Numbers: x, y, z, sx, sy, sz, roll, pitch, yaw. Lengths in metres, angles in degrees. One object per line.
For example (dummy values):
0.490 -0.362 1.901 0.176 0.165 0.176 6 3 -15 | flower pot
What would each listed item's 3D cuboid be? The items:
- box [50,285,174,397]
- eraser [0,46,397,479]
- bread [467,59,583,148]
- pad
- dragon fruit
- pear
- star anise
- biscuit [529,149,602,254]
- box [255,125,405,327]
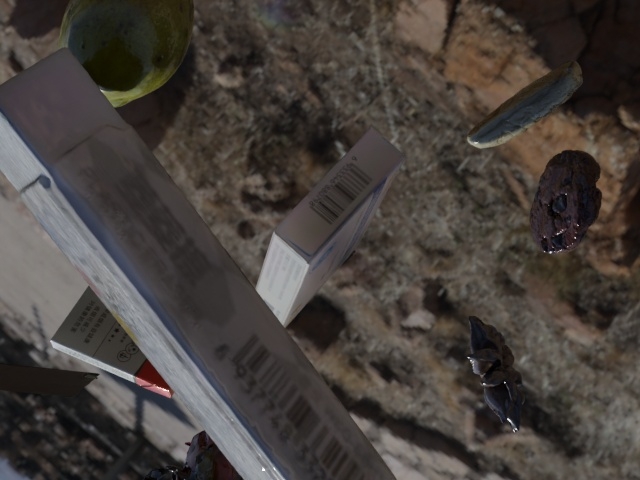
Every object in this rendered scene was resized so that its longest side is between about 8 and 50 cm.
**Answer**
-0.345 0.179 1.894 0.245 0.139 0.035 20 145 12 | box
-0.103 0.049 0.787 0.397 0.082 0.213 54 162 -12 | eraser
0.317 -0.201 1.614 0.053 0.073 0.214 43 130 -14 | bread
-0.376 0.166 1.277 0.193 0.004 0.116 6 -173 2 | pad
-0.108 0.438 1.734 0.250 0.269 0.291 -22 73 33 | dragon fruit
-0.160 -0.173 0.870 0.107 0.107 0.131 41 113 1 | pear
0.285 0.206 1.685 0.065 0.182 0.195 -25 93 15 | star anise
0.429 -0.069 1.862 0.049 0.192 0.192 15 159 -21 | biscuit
0.000 0.000 1.437 0.065 0.200 0.343 39 159 6 | box
